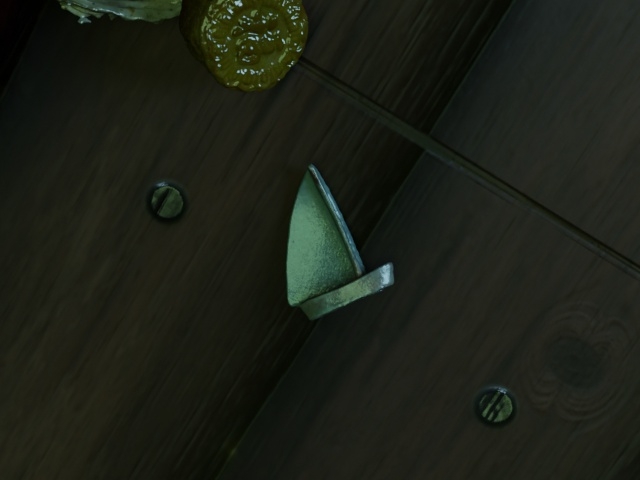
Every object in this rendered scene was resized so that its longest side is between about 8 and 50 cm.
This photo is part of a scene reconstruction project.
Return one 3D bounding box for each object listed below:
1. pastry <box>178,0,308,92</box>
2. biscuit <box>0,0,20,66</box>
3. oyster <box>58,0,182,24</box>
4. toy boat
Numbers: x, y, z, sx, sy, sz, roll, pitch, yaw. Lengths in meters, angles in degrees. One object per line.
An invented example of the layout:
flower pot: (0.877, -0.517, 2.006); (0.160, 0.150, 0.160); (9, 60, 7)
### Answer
pastry: (-0.063, -0.175, 1.270); (0.097, 0.057, 0.109); (-26, 122, -11)
biscuit: (-0.420, -0.206, 1.233); (0.407, 0.091, 0.407); (-3, 82, 22)
oyster: (-0.149, -0.223, 1.271); (0.177, 0.056, 0.105); (-19, 130, -9)
toy boat: (0.000, -0.001, 1.331); (0.096, 0.034, 0.122); (-25, 89, 13)
